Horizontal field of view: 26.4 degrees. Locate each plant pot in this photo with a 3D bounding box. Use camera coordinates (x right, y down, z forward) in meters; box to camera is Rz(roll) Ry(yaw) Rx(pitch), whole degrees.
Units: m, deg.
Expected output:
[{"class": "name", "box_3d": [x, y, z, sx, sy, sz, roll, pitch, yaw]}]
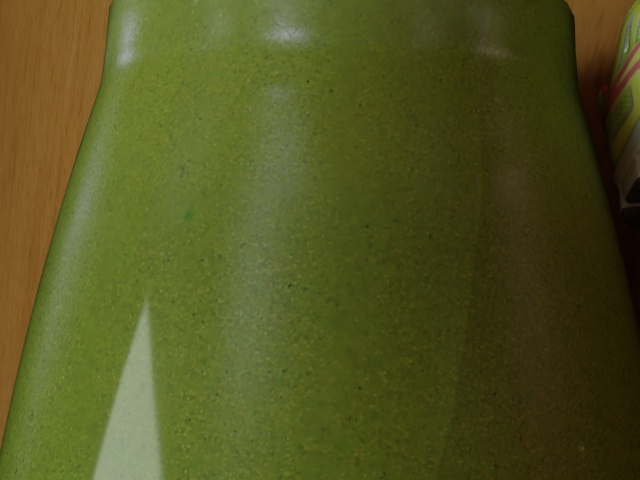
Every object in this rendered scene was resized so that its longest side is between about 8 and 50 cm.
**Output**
[{"class": "plant pot", "box_3d": [0.006, 0.053, 0.685, 0.366, 0.367, 0.353, 172, 100, -67]}]

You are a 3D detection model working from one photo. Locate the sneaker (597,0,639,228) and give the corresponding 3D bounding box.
[{"class": "sneaker", "box_3d": [0.179, -0.100, 0.627, 0.208, 0.081, 0.094, 117, 148, -47]}]
